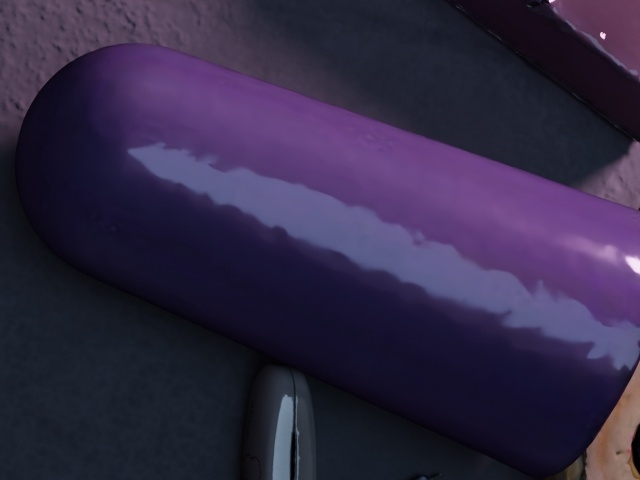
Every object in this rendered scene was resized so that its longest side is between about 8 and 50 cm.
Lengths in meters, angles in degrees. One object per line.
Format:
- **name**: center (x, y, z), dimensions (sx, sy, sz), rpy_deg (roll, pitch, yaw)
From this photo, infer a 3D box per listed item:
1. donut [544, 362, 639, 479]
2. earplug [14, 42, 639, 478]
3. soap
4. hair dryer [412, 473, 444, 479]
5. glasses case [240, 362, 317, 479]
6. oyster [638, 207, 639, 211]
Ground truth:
- **donut**: center (0.244, 0.159, 1.330), dimensions (0.175, 0.068, 0.174), rpy_deg (-3, 97, -30)
- **earplug**: center (0.000, 0.000, 1.215), dimensions (0.456, 0.215, 0.215), rpy_deg (21, 79, -11)
- **soap**: center (0.238, -0.276, 1.357), dimensions (0.296, 0.107, 0.285), rpy_deg (37, 76, -12)
- **hair dryer**: center (0.055, 0.216, 1.299), dimensions (0.114, 0.037, 0.063), rpy_deg (-34, 97, -24)
- **glasses case**: center (-0.032, 0.188, 1.250), dimensions (0.049, 0.074, 0.193), rpy_deg (2, 85, -20)
- **oyster**: center (0.276, 0.005, 1.376), dimensions (0.122, 0.045, 0.146), rpy_deg (9, 90, -19)
